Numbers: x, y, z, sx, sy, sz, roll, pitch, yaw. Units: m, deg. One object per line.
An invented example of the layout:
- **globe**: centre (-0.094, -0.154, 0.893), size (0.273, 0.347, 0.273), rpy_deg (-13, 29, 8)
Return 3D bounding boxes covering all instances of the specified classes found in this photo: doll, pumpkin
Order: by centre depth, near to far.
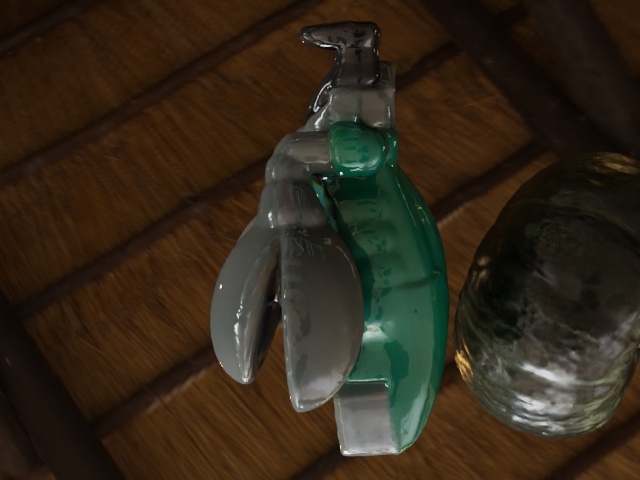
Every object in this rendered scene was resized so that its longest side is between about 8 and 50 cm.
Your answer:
- **doll**: centre (0.004, 0.005, 0.869), size (0.153, 0.195, 0.258), rpy_deg (-4, -111, 10)
- **pumpkin**: centre (0.182, 0.040, 0.966), size (0.152, 0.211, 0.211), rpy_deg (38, -98, 16)
